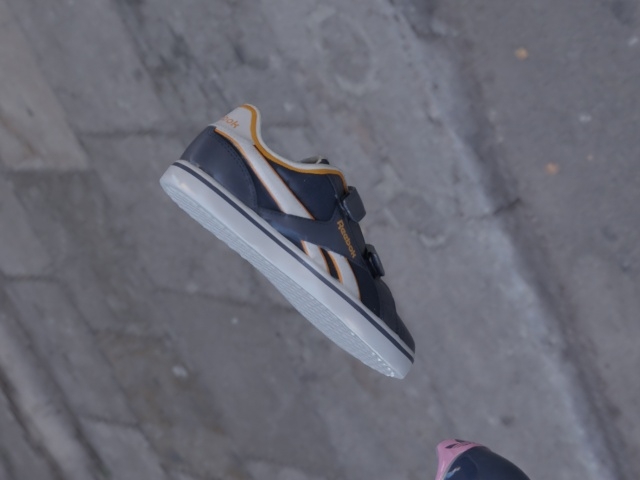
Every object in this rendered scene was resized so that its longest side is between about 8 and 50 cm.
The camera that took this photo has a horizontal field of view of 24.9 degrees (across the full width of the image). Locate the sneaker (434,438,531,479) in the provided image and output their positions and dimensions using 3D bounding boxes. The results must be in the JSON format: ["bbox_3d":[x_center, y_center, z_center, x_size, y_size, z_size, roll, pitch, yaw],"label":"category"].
[{"bbox_3d":[0.120,0.334,1.373,0.131,0.112,0.319,46,123,49],"label":"sneaker"}]

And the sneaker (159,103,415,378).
[{"bbox_3d":[0.000,0.000,1.427,0.321,0.127,0.126,44,165,-20],"label":"sneaker"}]
